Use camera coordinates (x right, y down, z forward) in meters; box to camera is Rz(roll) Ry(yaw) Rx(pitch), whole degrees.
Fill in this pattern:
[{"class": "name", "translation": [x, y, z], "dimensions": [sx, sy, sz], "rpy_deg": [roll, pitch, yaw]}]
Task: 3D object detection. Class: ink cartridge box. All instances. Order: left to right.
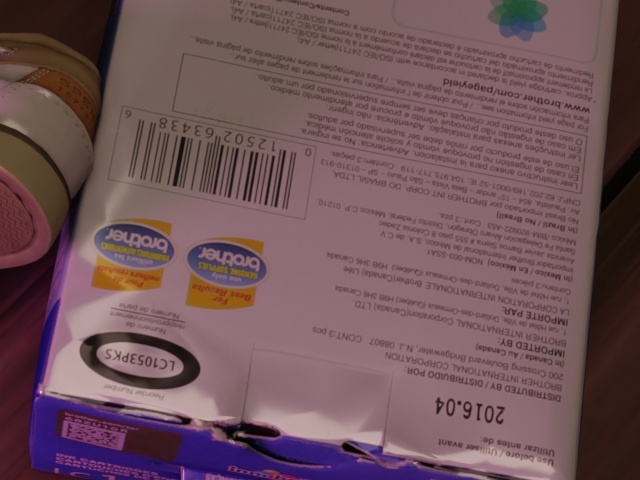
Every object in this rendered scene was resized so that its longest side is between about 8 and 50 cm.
[{"class": "ink cartridge box", "translation": [0.000, 0.000, 0.979], "dimensions": [0.270, 0.151, 0.395], "rpy_deg": [11, 67, -6]}]

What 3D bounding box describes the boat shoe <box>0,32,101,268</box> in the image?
[{"class": "boat shoe", "translation": [-0.246, -0.048, 0.935], "dimensions": [0.302, 0.113, 0.103], "rpy_deg": [3, 47, 23]}]
